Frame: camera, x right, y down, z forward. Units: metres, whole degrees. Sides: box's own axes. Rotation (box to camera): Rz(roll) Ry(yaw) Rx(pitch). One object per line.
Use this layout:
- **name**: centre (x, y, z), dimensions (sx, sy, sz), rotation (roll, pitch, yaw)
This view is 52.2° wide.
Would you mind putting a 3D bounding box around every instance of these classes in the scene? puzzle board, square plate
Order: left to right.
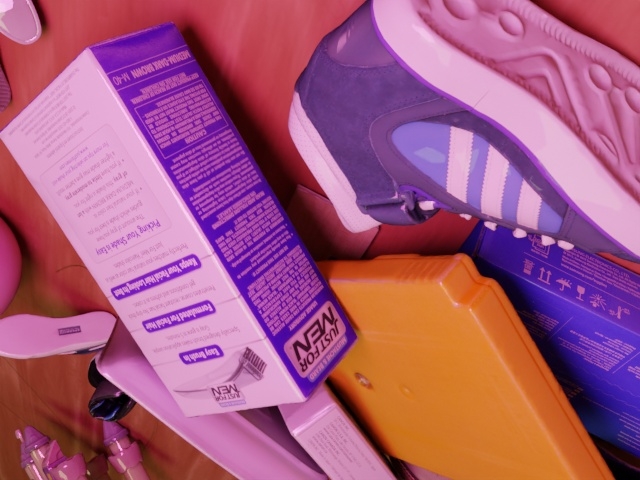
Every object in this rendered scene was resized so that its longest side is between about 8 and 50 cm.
- **square plate**: centre (-0.121, 0.205, 0.852), dimensions (0.347, 0.049, 0.344), rotation (41, 177, -13)
- **puzzle board**: centre (0.000, 0.000, 0.726), dimensions (0.096, 0.011, 0.128), rotation (27, 140, 0)

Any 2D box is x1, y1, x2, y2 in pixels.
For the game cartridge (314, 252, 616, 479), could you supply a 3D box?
- **game cartridge**: centre (0.102, 0.136, 0.658), dimensions (0.324, 0.053, 0.285), rotation (-6, 122, 57)

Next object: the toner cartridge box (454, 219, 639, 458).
- **toner cartridge box**: centre (0.279, 0.112, 0.637), dimensions (0.348, 0.075, 0.165), rotation (27, 141, 2)

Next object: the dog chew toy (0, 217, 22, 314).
- **dog chew toy**: centre (-0.567, 0.062, 0.973), dimensions (0.207, 0.206, 0.332), rotation (39, 147, -12)

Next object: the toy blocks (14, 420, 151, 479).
- **toy blocks**: centre (-0.550, 0.495, 1.333), dimensions (0.289, 0.309, 0.260), rotation (-32, 86, 47)

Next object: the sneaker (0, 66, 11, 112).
- **sneaker**: centre (-0.386, -0.200, 0.704), dimensions (0.070, 0.051, 0.134), rotation (19, 143, 4)

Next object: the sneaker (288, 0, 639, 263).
- **sneaker**: centre (0.126, -0.056, 0.528), dimensions (0.323, 0.130, 0.236), rotation (33, 149, -12)

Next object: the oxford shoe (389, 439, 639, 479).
- **oxford shoe**: centre (0.238, 0.262, 0.757), dimensions (0.397, 0.141, 0.146), rotation (9, 111, 47)

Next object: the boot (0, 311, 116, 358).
- **boot**: centre (-0.415, 0.156, 1.010), dimensions (0.190, 0.069, 0.086), rotation (1, 153, -31)

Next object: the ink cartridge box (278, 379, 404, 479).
- **ink cartridge box**: centre (0.018, 0.253, 0.882), dimensions (0.296, 0.066, 0.261), rotation (56, 174, -29)

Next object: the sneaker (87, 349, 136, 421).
- **sneaker**: centre (-0.357, 0.245, 1.089), dimensions (0.217, 0.121, 0.079), rotation (-25, 116, 43)

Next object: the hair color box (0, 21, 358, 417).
- **hair color box**: centre (-0.132, -0.003, 0.617), dimensions (0.185, 0.110, 0.338), rotation (-20, 103, 42)

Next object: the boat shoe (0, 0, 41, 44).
- **boat shoe**: centre (-0.317, -0.248, 0.628), dimensions (0.046, 0.038, 0.125), rotation (-37, 122, 2)

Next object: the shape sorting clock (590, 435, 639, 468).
- **shape sorting clock**: centre (0.353, 0.304, 0.816), dimensions (0.206, 0.040, 0.206), rotation (20, 144, 16)
